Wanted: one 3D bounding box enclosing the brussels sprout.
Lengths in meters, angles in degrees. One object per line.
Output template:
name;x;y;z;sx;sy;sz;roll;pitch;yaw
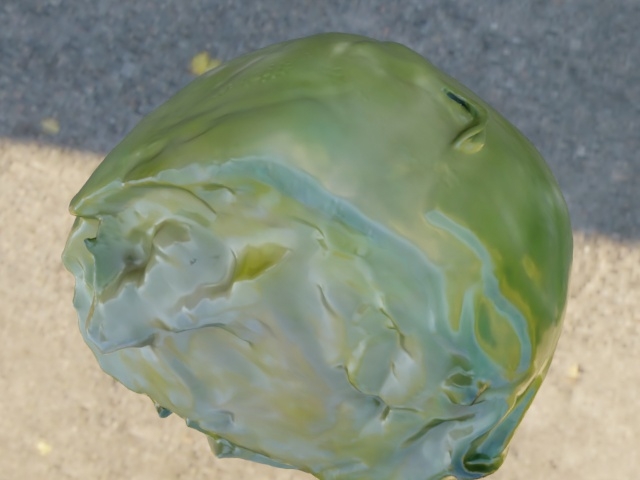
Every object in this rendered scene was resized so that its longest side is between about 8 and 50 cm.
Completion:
brussels sprout;0.004;-0.002;0.445;0.151;0.122;0.149;18;135;11
